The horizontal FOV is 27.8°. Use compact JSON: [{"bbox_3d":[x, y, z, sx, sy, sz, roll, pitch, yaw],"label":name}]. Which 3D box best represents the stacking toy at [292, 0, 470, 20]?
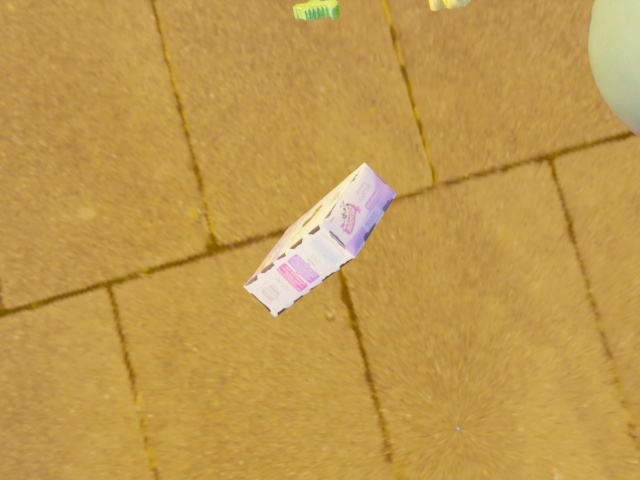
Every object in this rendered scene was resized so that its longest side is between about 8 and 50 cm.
[{"bbox_3d":[0.057,-0.342,1.523,0.221,0.167,0.052,-5,38,14],"label":"stacking toy"}]

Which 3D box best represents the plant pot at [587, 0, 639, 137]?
[{"bbox_3d":[0.455,-0.232,1.460,0.290,0.195,0.290,1,98,8],"label":"plant pot"}]

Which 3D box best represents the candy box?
[{"bbox_3d":[0.000,0.000,1.853,0.070,0.196,0.165,44,43,-8],"label":"candy box"}]
